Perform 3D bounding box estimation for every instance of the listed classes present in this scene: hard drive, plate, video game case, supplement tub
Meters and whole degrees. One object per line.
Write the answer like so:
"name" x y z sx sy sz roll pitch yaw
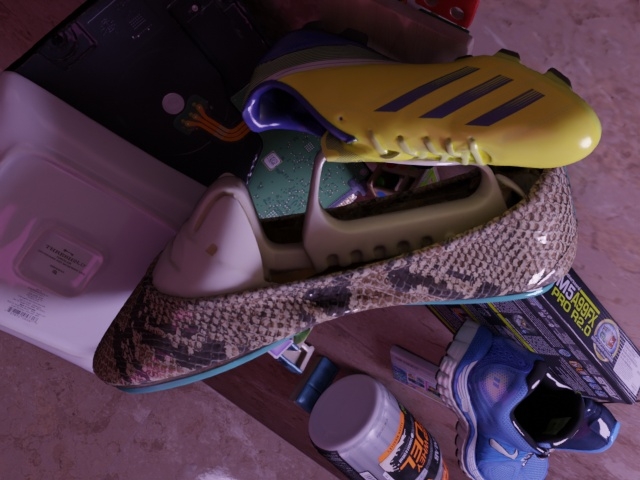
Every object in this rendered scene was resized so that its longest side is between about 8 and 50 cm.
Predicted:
"hard drive" -0.124 -0.116 0.790 0.339 0.236 0.064 48 -172 -31
"plate" -0.263 0.013 0.769 0.277 0.278 0.045 31 -157 -27
"video game case" 0.201 0.256 1.364 0.157 0.019 0.143 24 156 21
"supplement tub" 0.134 0.447 1.612 0.193 0.194 0.316 5 144 50

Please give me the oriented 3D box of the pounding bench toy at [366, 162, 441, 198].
"pounding bench toy" 0.083 -0.049 0.821 0.065 0.083 0.052 17 153 34

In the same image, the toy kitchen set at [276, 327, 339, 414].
"toy kitchen set" -0.038 0.263 1.569 0.207 0.122 0.166 42 157 -19

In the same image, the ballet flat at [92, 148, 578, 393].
"ballet flat" 0.000 0.000 0.701 0.164 0.482 0.182 -102 -1 -58

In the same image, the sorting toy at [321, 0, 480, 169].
"sorting toy" 0.068 -0.171 0.643 0.132 0.046 0.275 29 158 12

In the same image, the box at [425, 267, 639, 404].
"box" 0.239 0.090 0.921 0.270 0.060 0.216 45 156 -24

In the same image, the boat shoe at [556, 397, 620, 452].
"boat shoe" 0.319 0.258 1.129 0.258 0.109 0.089 -21 116 44

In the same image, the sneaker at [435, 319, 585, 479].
"sneaker" 0.253 0.240 0.950 0.147 0.130 0.330 18 150 37

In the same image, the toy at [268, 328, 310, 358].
"toy" -0.104 0.102 1.309 0.237 0.137 0.056 44 -178 -27

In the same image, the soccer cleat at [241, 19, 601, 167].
"soccer cleat" 0.065 -0.092 0.583 0.289 0.121 0.093 20 154 30
